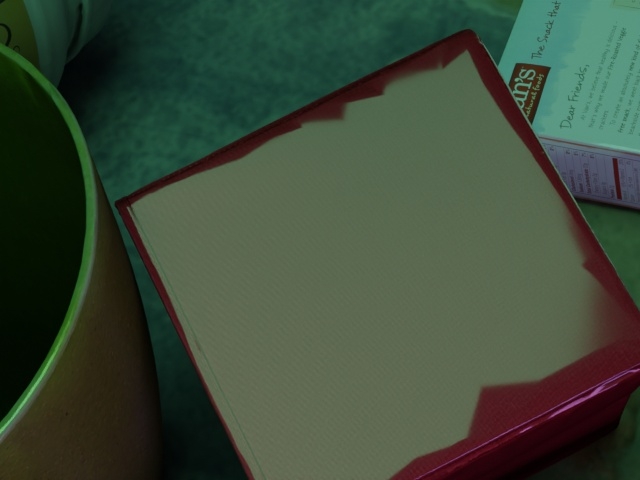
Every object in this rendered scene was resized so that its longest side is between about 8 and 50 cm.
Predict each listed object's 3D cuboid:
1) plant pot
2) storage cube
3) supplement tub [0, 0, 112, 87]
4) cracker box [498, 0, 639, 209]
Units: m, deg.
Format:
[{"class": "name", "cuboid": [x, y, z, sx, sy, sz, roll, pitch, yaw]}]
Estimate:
[{"class": "plant pot", "cuboid": [-0.193, 0.086, 0.782, 0.275, 0.293, 0.274, -7, 59, 11]}, {"class": "storage cube", "cuboid": [0.035, 0.044, 0.784, 0.193, 0.183, 0.215, -27, 73, -5]}, {"class": "supplement tub", "cuboid": [-0.299, -0.122, 0.939, 0.228, 0.228, 0.316, 23, 49, 26]}, {"class": "cracker box", "cuboid": [0.226, -0.093, 0.907, 0.232, 0.067, 0.155, 13, 63, 21]}]
